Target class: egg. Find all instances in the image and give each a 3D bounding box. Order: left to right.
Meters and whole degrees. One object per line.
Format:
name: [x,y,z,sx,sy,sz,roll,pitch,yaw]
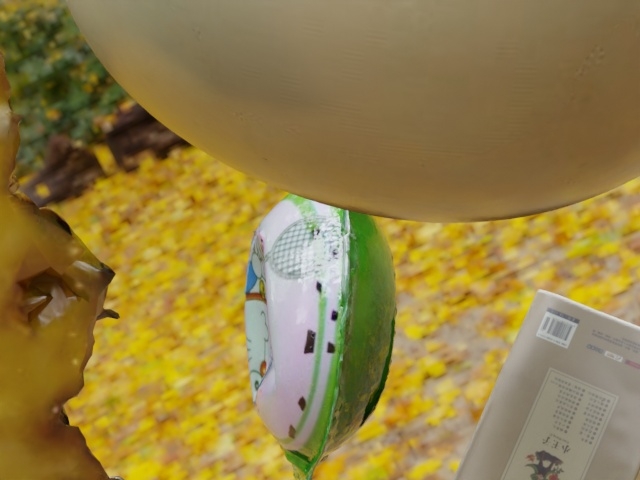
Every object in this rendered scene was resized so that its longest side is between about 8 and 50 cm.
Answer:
egg: [0.031,-0.099,0.449,0.241,0.186,0.186,1,17,6]

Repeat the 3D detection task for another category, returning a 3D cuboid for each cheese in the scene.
cheese: [0.000,0.000,0.863,0.083,0.320,0.204,3,5,-10]

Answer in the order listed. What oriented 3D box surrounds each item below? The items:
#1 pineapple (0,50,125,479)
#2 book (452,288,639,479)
pineapple: [-0.232,-0.025,0.353,0.344,0.286,0.209,-3,8,-33]
book: [0.196,0.152,1.094,0.138,0.199,0.016,23,-4,27]
